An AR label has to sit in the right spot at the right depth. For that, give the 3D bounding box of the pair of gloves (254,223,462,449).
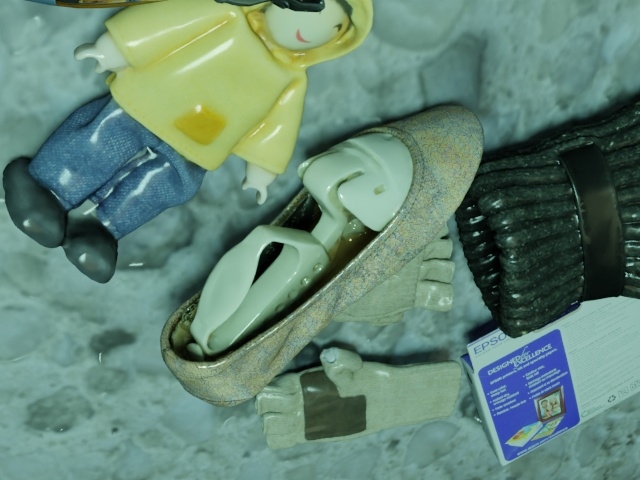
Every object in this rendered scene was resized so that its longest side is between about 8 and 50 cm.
[{"bbox_3d":[0.032,0.094,0.818,0.204,0.042,0.240,-11,122,-11],"label":"pair of gloves"}]

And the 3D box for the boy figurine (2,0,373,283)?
[{"bbox_3d":[-0.075,-0.094,0.602,0.285,0.092,0.177,-37,128,8],"label":"boy figurine"}]

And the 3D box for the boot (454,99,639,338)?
[{"bbox_3d":[0.282,0.039,0.795,0.260,0.131,0.348,-29,104,-9],"label":"boot"}]

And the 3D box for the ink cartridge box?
[{"bbox_3d":[0.256,0.122,0.935,0.206,0.045,0.208,-26,128,-6],"label":"ink cartridge box"}]

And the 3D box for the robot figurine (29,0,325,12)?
[{"bbox_3d":[-0.086,-0.225,0.480,0.291,0.085,0.211,-10,99,-18],"label":"robot figurine"}]

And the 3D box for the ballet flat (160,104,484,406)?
[{"bbox_3d":[0.000,0.000,0.666,0.316,0.107,0.106,-48,142,-1],"label":"ballet flat"}]
